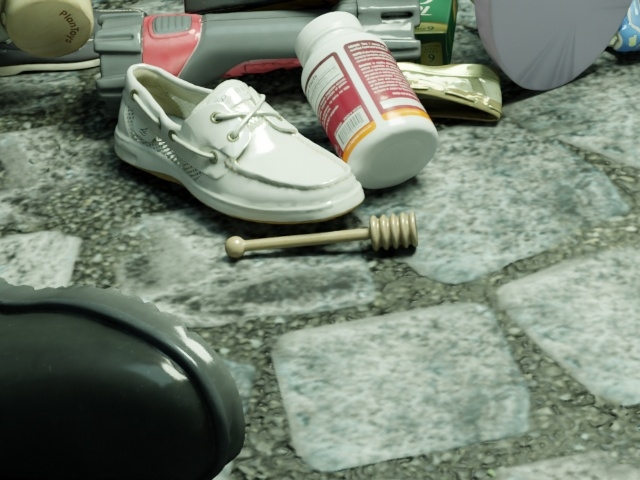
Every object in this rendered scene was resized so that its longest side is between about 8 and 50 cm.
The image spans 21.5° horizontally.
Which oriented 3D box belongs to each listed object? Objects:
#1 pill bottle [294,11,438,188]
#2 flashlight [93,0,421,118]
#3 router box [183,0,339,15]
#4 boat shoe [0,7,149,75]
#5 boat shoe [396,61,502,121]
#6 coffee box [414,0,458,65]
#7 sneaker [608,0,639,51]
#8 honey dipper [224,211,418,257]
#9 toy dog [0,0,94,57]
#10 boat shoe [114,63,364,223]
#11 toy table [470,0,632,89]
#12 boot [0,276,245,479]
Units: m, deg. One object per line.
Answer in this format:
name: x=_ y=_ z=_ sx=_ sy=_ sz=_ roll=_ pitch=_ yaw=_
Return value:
pill bottle: x=0.036 y=-0.126 z=1.478 sx=0.086 sy=0.086 sz=0.152 roll=-17 pitch=57 yaw=-15
flashlight: x=-0.058 y=-0.171 z=1.596 sx=0.304 sy=0.103 sz=0.103 roll=-2 pitch=0 yaw=0
router box: x=-0.025 y=-0.248 z=1.632 sx=0.179 sy=0.046 sz=0.133 roll=-5 pitch=0 yaw=34
boat shoe: x=-0.273 y=-0.216 z=1.716 sx=0.206 sy=0.065 sz=0.075 roll=-10 pitch=35 yaw=-4
boat shoe: x=0.090 y=-0.130 z=1.549 sx=0.153 sy=0.056 sz=0.048 roll=-1 pitch=64 yaw=-1
coffee box: x=0.083 y=-0.235 z=1.709 sx=0.113 sy=0.040 sz=0.184 roll=1 pitch=35 yaw=10
sneaker: x=0.262 y=-0.245 z=1.660 sx=0.081 sy=0.080 sz=0.211 roll=-25 pitch=38 yaw=-28
honey dipper: x=0.000 y=0.000 z=1.394 sx=0.160 sy=0.030 sz=0.030 roll=-7 pitch=34 yaw=6
toy dog: x=-0.364 y=-0.242 z=1.596 sx=0.333 sy=0.161 sz=0.220 roll=-32 pitch=46 yaw=-5
boat shoe: x=-0.080 y=-0.091 z=1.461 sx=0.277 sy=0.096 sz=0.098 roll=20 pitch=32 yaw=36
toy table: x=0.185 y=-0.287 z=1.535 sx=0.252 sy=0.274 sz=0.161 roll=-18 pitch=48 yaw=-26
boot: x=-0.315 y=0.184 z=1.062 sx=0.367 sy=0.146 sz=0.445 roll=9 pitch=32 yaw=38
